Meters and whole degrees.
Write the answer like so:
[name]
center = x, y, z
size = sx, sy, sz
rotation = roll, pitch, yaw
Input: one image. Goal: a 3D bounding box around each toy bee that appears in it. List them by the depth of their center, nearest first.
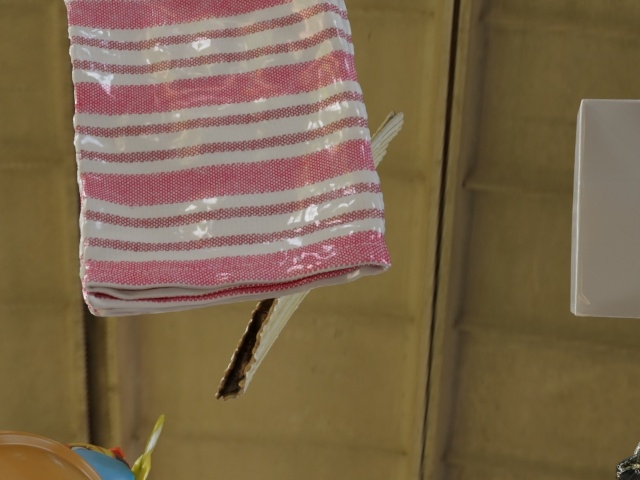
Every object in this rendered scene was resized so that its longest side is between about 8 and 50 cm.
[toy bee]
center = -0.206, 0.237, 1.472
size = 0.298, 0.162, 0.195
rotation = 48, -71, 16

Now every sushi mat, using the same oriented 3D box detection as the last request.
[sushi mat]
center = 0.000, 0.000, 1.132
size = 0.019, 0.316, 0.151
rotation = 26, -70, 5

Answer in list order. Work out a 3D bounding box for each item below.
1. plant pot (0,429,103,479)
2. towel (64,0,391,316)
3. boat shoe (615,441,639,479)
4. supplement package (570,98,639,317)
[plant pot]
center = -0.239, 0.254, 1.213
size = 0.205, 0.188, 0.205
rotation = 3, -97, -25
[towel]
center = -0.049, -0.059, 0.736
size = 0.144, 0.197, 0.029
rotation = -8, -30, 0
[boat shoe]
center = 0.278, 0.228, 0.844
size = 0.302, 0.091, 0.114
rotation = 38, -29, 10
[supplement package]
center = 0.372, -0.026, 1.447
size = 0.261, 0.145, 0.204
rotation = 2, -92, 7
